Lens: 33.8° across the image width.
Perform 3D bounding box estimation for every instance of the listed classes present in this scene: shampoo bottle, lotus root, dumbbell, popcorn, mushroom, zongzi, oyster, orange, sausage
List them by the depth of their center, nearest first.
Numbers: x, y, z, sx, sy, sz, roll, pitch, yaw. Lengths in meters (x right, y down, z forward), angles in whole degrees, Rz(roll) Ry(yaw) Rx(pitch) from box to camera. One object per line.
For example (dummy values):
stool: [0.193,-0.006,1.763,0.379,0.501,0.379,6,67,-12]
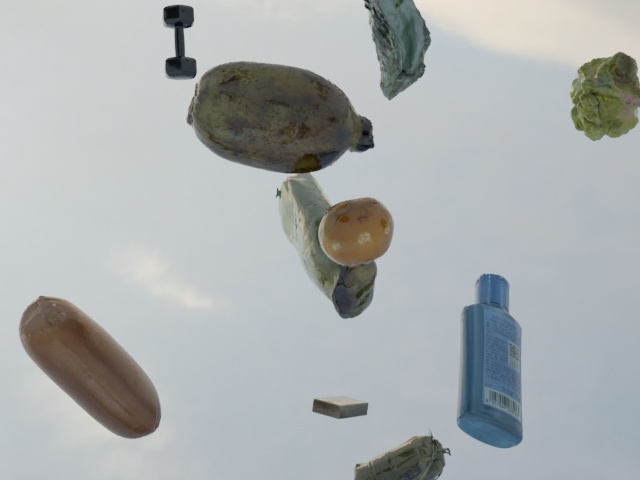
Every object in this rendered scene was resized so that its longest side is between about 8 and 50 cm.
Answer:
orange: [0.039,-0.009,1.127,0.083,0.070,0.083,-15,176,-1]
dumbbell: [-0.159,-0.223,1.188,0.040,0.083,0.036,-4,177,20]
lotus root: [-0.050,-0.164,1.435,0.260,0.145,0.128,10,-179,-8]
sausage: [-0.313,0.177,1.453,0.105,0.274,0.105,-19,-137,18]
mushroom: [0.000,0.000,1.486,0.081,0.100,0.312,4,-154,-22]
shampoo bottle: [0.243,0.162,1.502,0.104,0.061,0.258,29,-133,-23]
zongzi: [0.171,0.395,1.703,0.189,0.178,0.081,-32,-149,23]
oyster: [0.121,-0.395,1.791,0.087,0.252,0.199,-13,-153,33]
popcorn: [0.487,-0.242,1.793,0.125,0.126,0.145,29,-108,-7]

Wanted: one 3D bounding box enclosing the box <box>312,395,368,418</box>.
box: [0.032,0.263,1.663,0.053,0.024,0.083,9,180,34]
